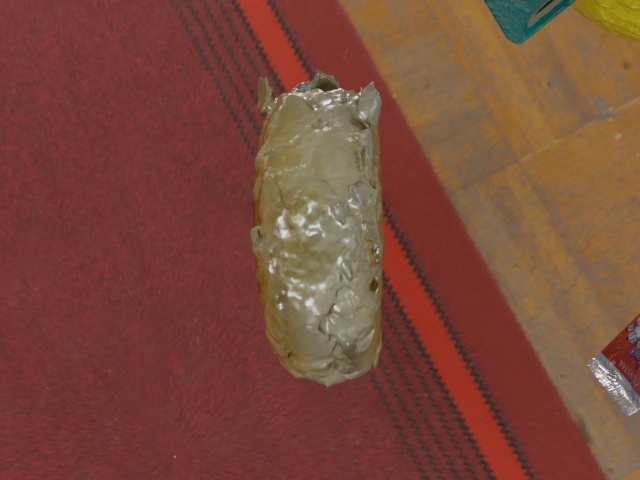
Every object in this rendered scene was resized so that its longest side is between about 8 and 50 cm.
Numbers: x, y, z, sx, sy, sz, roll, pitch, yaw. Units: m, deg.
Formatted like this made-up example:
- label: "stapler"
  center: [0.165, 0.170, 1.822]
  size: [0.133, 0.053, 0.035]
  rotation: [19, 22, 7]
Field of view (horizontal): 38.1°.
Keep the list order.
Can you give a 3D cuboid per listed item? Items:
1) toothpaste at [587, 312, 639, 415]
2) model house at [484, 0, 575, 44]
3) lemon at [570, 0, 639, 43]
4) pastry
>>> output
- label: "toothpaste"
  center: [0.303, 0.036, 0.699]
  size: [0.057, 0.089, 0.234]
  rotation: [41, 101, -15]
- label: "model house"
  center: [0.082, -0.156, 0.367]
  size: [0.100, 0.127, 0.149]
  rotation: [-40, 44, 11]
- label: "lemon"
  center: [0.224, -0.219, 0.570]
  size: [0.192, 0.231, 0.192]
  rotation: [-11, 51, 14]
- label: "pastry"
  center: [0.000, 0.000, 0.967]
  size: [0.136, 0.330, 0.330]
  rotation: [0, 77, 3]
